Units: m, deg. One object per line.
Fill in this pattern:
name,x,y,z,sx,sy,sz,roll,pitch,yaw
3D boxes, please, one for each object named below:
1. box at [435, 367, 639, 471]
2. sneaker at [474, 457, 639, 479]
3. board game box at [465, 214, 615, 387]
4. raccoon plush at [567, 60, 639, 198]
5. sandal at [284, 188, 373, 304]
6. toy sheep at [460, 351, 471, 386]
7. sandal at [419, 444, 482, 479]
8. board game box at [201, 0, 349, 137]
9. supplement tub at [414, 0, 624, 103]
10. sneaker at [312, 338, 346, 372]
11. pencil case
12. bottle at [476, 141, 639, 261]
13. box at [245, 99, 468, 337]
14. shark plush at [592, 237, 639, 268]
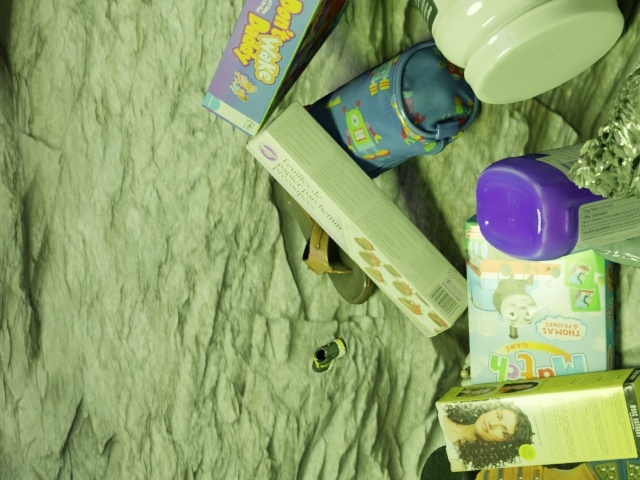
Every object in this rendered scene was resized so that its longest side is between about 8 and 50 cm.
box,0.246,0.195,1.956,0.232,0.058,0.087,-10,101,28
sneaker,0.312,0.300,1.975,0.296,0.131,0.112,3,67,39
board game box,0.242,0.081,1.979,0.160,0.039,0.212,3,108,25
raccoon plush,0.421,-0.007,1.478,0.446,0.299,0.216,56,143,30
sandal,0.000,0.000,2.382,0.219,0.060,0.090,59,145,27
toy sheep,0.203,0.164,2.093,0.091,0.091,0.132,-17,92,59
sandal,0.231,0.453,2.165,0.167,0.107,0.446,132,132,-55
board game box,-0.010,-0.308,2.099,0.078,0.233,0.347,32,143,2
supplement tub,0.178,-0.298,1.861,0.272,0.191,0.191,65,147,19
sneaker,0.003,0.158,2.461,0.031,0.035,0.083,66,147,19
pencil case,0.067,-0.137,2.167,0.306,0.119,0.133,-24,84,58
bottle,0.284,-0.051,1.696,0.118,0.282,0.092,19,117,53
box,0.051,-0.023,2.150,0.324,0.067,0.063,46,151,-6
shark plush,0.349,0.030,1.829,0.161,0.067,0.073,45,136,41
